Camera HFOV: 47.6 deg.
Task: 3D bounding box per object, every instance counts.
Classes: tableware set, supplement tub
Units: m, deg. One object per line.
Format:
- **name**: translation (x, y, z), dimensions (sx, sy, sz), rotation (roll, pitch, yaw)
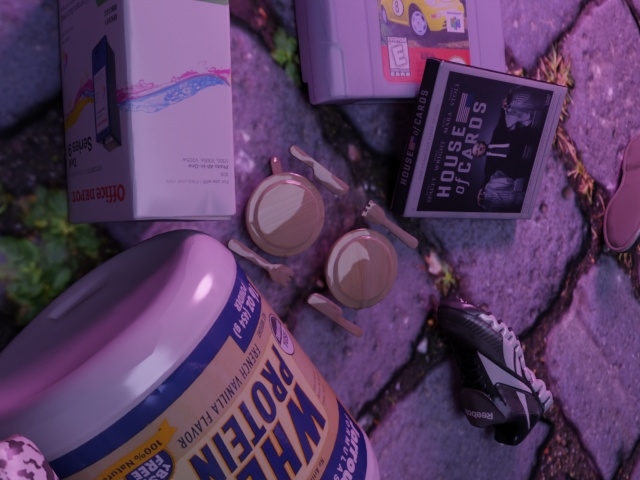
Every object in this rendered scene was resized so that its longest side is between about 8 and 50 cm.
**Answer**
- **tableware set**: translation (0.000, 0.000, 0.770), dimensions (0.194, 0.039, 0.128), rotation (36, 82, -24)
- **supplement tub**: translation (-0.091, 0.175, 0.588), dimensions (0.228, 0.228, 0.316), rotation (-46, 115, -26)

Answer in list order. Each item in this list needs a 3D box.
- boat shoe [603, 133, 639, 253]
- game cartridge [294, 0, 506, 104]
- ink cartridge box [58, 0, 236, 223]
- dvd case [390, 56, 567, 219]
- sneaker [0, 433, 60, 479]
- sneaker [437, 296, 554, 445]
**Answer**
- **boat shoe**: translation (0.487, -0.064, 1.096), dimensions (0.065, 0.075, 0.206), rotation (33, 67, -28)
- **game cartridge**: translation (0.102, -0.257, 0.832), dimensions (0.294, 0.060, 0.196), rotation (-10, 92, -35)
- **ink cartridge box**: translation (-0.144, -0.119, 0.591), dimensions (0.093, 0.154, 0.213), rotation (-5, 94, -36)
- **dvd case**: translation (0.197, -0.114, 0.878), dimensions (0.238, 0.029, 0.179), rotation (-1, 110, -39)
- **sneaker**: translation (-0.157, 0.217, 0.430), dimensions (0.158, 0.410, 0.182), rotation (-10, 66, -25)
- **sneaker**: translation (0.206, 0.172, 0.894), dimensions (0.234, 0.078, 0.106), rotation (50, 61, -27)
